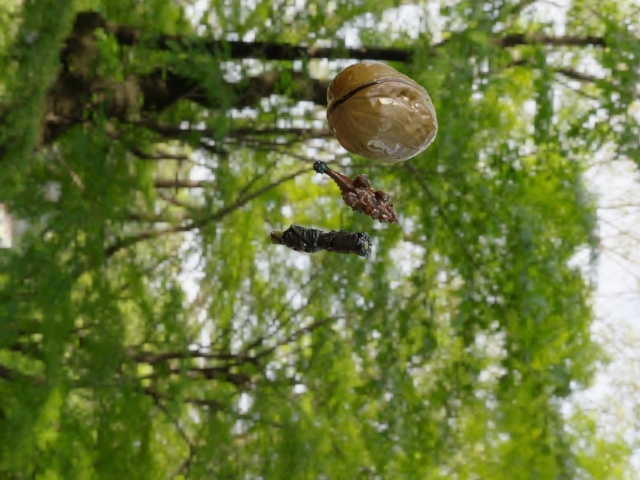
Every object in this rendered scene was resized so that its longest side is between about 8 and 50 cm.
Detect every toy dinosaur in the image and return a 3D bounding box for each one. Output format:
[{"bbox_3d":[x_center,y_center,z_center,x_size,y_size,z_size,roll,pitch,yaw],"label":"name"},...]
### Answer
[{"bbox_3d":[0.054,-0.068,1.469,0.049,0.154,0.055,-56,-165,-6],"label":"toy dinosaur"}]

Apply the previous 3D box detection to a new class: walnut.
[{"bbox_3d":[0.084,-0.187,1.491,0.144,0.180,0.144,-10,-103,48],"label":"walnut"}]

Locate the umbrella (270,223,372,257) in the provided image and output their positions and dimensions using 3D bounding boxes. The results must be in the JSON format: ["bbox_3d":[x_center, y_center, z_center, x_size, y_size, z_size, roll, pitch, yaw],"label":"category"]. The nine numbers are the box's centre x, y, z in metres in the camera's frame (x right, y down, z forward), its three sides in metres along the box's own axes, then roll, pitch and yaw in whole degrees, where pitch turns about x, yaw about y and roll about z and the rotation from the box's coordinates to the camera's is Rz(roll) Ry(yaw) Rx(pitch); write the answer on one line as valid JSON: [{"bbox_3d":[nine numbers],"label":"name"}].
[{"bbox_3d":[0.000,0.000,1.368,0.040,0.144,0.037,16,81,-62],"label":"umbrella"}]
